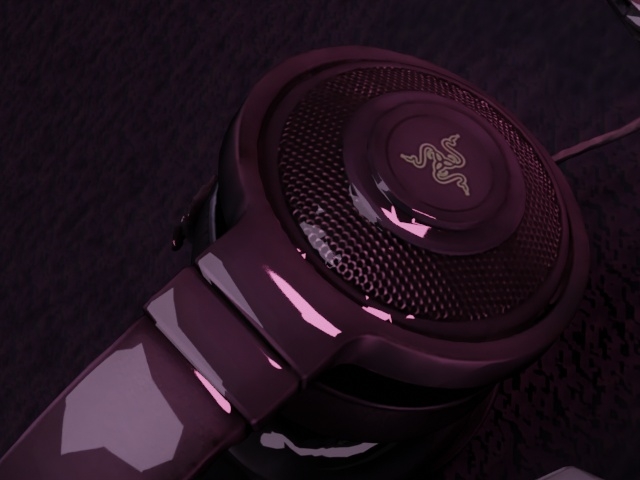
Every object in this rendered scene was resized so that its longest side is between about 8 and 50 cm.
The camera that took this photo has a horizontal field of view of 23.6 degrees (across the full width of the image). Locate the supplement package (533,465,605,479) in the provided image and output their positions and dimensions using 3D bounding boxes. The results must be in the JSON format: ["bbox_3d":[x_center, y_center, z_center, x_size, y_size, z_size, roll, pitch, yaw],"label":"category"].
[{"bbox_3d":[0.129,0.211,0.419,0.293,0.175,0.178,21,114,38],"label":"supplement package"}]

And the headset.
[{"bbox_3d":[0.000,0.000,0.586,0.394,0.243,0.185,-40,79,-16],"label":"headset"}]
